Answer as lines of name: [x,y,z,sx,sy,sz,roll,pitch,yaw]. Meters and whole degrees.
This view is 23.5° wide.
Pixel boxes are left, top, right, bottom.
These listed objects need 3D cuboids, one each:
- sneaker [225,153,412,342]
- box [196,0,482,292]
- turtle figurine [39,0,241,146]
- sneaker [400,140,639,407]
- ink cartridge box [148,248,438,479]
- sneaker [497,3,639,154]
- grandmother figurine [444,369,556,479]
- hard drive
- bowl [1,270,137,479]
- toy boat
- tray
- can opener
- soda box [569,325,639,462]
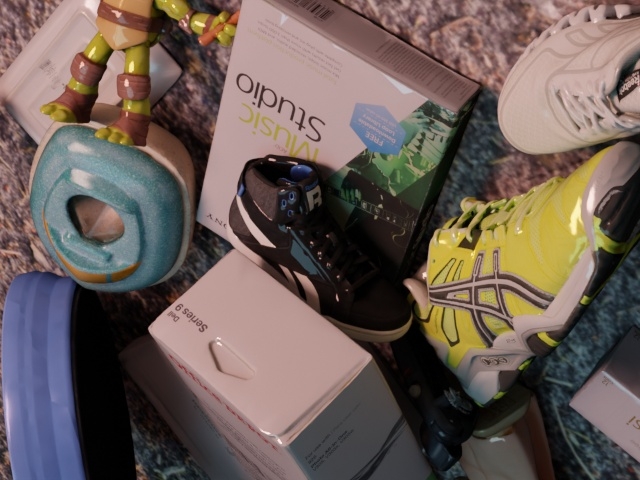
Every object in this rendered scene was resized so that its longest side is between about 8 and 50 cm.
sneaker: [0.000,0.000,1.450,0.217,0.079,0.121,34,139,20]
box: [0.005,-0.078,1.488,0.232,0.058,0.322,32,140,14]
turtle figurine: [-0.201,-0.214,1.494,0.269,0.087,0.217,21,103,5]
sneaker: [0.168,0.022,1.347,0.147,0.145,0.385,41,147,6]
ink cartridge box: [-0.016,0.171,1.491,0.211,0.121,0.289,36,163,36]
sneaker: [0.238,-0.128,1.211,0.292,0.118,0.110,-23,109,49]
grandmother figurine: [0.223,0.297,1.604,0.208,0.104,0.342,32,150,58]
hard drive: [-0.061,0.174,1.765,0.353,0.047,0.233,-23,108,48]
bowl: [-0.279,0.224,1.770,0.077,0.391,0.391,-9,124,1]
toy boat: [-0.290,-0.048,1.647,0.318,0.148,0.267,23,142,6]
tray: [-0.263,-0.167,1.657,0.145,0.030,0.270,49,139,-4]
can opener: [0.102,0.140,1.521,0.059,0.186,0.073,27,117,-37]
soda box: [0.342,0.183,1.418,0.216,0.074,0.069,39,139,6]
